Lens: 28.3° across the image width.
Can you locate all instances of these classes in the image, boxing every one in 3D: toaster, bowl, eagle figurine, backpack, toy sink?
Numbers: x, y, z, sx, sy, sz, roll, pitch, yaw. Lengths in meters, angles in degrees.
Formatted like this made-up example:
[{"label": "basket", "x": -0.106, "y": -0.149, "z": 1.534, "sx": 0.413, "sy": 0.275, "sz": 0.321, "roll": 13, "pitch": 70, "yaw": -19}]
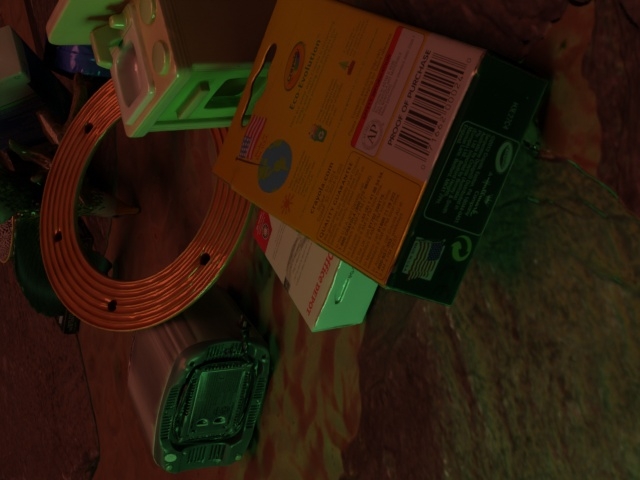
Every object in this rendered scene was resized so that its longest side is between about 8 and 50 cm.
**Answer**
[{"label": "toaster", "x": -0.146, "y": 0.147, "z": 1.476, "sx": 0.146, "sy": 0.129, "sz": 0.227, "roll": 51, "pitch": 136, "yaw": 46}, {"label": "bowl", "x": -0.474, "y": -0.051, "z": 2.030, "sx": 0.170, "sy": 0.080, "sz": 0.170, "roll": 13, "pitch": 105, "yaw": 62}, {"label": "eagle figurine", "x": -0.360, "y": -0.046, "z": 1.726, "sx": 0.225, "sy": 0.226, "sz": 0.298, "roll": 38, "pitch": 150, "yaw": -3}, {"label": "backpack", "x": -0.314, "y": -0.262, "z": 1.709, "sx": 0.120, "sy": 0.098, "sz": 0.101, "roll": 30, "pitch": 117, "yaw": 55}, {"label": "toy sink", "x": -0.139, "y": -0.193, "z": 1.293, "sx": 0.153, "sy": 0.234, "sz": 0.131, "roll": -39, "pitch": 62, "yaw": 54}]

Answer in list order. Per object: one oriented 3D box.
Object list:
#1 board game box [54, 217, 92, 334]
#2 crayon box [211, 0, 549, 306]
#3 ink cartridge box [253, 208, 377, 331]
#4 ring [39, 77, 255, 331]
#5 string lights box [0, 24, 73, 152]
[{"label": "board game box", "x": -0.400, "y": 0.037, "z": 1.981, "sx": 0.126, "sy": 0.026, "sz": 0.186, "roll": 51, "pitch": 137, "yaw": 42}, {"label": "crayon box", "x": 0.036, "y": -0.096, "z": 1.107, "sx": 0.318, "sy": 0.081, "sz": 0.202, "roll": 34, "pitch": 104, "yaw": 52}, {"label": "ink cartridge box", "x": 0.000, "y": 0.000, "z": 1.261, "sx": 0.150, "sy": 0.063, "sz": 0.109, "roll": 56, "pitch": 140, "yaw": 38}, {"label": "ring", "x": -0.199, "y": -0.057, "z": 1.478, "sx": 0.336, "sy": 0.032, "sz": 0.337, "roll": -11, "pitch": 69, "yaw": 33}, {"label": "string lights box", "x": -0.436, "y": -0.194, "z": 1.772, "sx": 0.260, "sy": 0.133, "sz": 0.077, "roll": 61, "pitch": -169, "yaw": -73}]
